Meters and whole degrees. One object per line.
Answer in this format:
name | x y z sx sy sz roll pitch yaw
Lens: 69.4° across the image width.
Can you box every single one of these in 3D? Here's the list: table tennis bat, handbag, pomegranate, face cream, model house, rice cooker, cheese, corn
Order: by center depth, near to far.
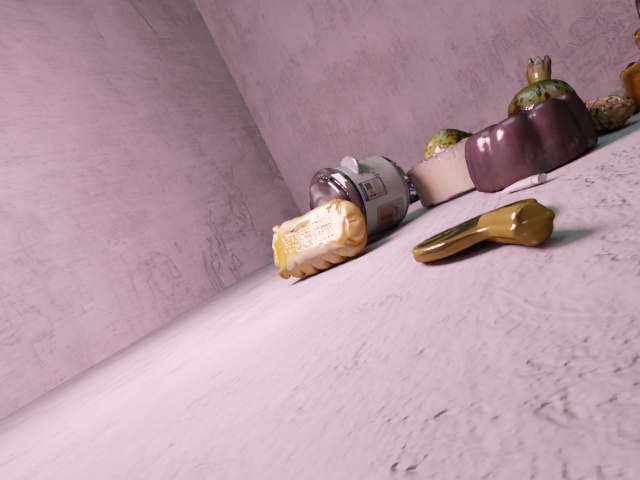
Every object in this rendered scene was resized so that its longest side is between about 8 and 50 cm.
table tennis bat | 0.238 -0.016 0.665 0.198 0.050 0.321 -25 -1 0
face cream | 0.419 -0.116 0.957 0.038 0.020 0.115 -28 0 -15
corn | 0.726 -0.327 1.216 0.098 0.098 0.290 -26 6 10
model house | 0.896 -0.479 1.237 0.239 0.268 0.173 -28 23 -2
rice cooker | 0.110 -0.120 1.433 0.316 0.317 0.264 -28 46 -26
cheese | 0.454 -0.237 1.493 0.292 0.153 0.332 -29 5 -37
pomegranate | 0.830 -0.511 1.687 0.242 0.242 0.306 173 120 -81
pomegranate | 0.475 -0.292 1.761 0.276 0.222 0.204 -46 8 35
handbag | 0.433 -0.241 2.114 0.260 0.113 0.162 -27 7 -18

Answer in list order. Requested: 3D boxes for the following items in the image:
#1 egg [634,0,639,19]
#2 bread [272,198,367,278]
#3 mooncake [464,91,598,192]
egg | 0.524 -0.321 0.460 0.344 0.345 0.428 -25 9 29
bread | 0.000 0.000 1.289 0.311 0.173 0.121 -20 -23 35
mooncake | 0.498 -0.237 1.130 0.305 0.154 0.306 -25 5 2
